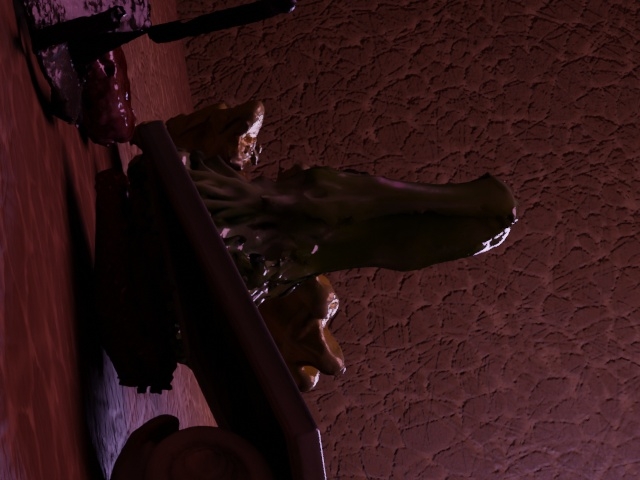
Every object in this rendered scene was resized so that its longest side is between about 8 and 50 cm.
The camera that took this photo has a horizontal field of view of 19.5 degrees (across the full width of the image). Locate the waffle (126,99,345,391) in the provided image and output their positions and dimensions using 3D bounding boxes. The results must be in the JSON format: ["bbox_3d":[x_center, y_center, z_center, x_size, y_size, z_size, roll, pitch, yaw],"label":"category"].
[{"bbox_3d":[-0.073,0.011,1.543,0.261,0.056,0.250,0,-78,49],"label":"waffle"}]

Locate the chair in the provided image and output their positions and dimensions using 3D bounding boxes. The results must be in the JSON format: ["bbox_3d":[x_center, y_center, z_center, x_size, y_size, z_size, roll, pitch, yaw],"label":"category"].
[{"bbox_3d":[-0.138,-0.164,1.101,0.213,0.149,0.174,-17,-96,47],"label":"chair"}]

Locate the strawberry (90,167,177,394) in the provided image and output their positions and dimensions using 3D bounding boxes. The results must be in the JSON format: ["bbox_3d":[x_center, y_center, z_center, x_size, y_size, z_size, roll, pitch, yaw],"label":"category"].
[{"bbox_3d":[-0.124,0.029,1.175,0.104,0.048,0.152,-81,158,-77],"label":"strawberry"}]

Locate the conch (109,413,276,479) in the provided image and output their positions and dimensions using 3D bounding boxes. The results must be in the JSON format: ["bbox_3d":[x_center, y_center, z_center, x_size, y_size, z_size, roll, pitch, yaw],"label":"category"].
[{"bbox_3d":[-0.076,0.165,1.089,0.094,0.104,0.176,-62,168,-24],"label":"conch"}]

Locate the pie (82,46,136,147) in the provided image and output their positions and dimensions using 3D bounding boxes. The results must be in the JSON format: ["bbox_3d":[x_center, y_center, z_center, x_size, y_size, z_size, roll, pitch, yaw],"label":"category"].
[{"bbox_3d":[-0.161,-0.140,1.324,0.153,0.038,0.154,167,-90,-89],"label":"pie"}]

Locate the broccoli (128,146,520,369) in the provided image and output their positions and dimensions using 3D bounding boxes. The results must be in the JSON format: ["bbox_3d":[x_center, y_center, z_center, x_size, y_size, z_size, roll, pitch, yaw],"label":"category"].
[{"bbox_3d":[0.000,0.001,1.380,0.145,0.304,0.165,83,-5,-45],"label":"broccoli"}]

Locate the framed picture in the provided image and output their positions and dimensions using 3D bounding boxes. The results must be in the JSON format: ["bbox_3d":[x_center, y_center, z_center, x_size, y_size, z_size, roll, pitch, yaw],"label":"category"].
[{"bbox_3d":[-0.047,0.089,1.145,0.289,0.020,0.211,-121,-164,-45],"label":"framed picture"}]
